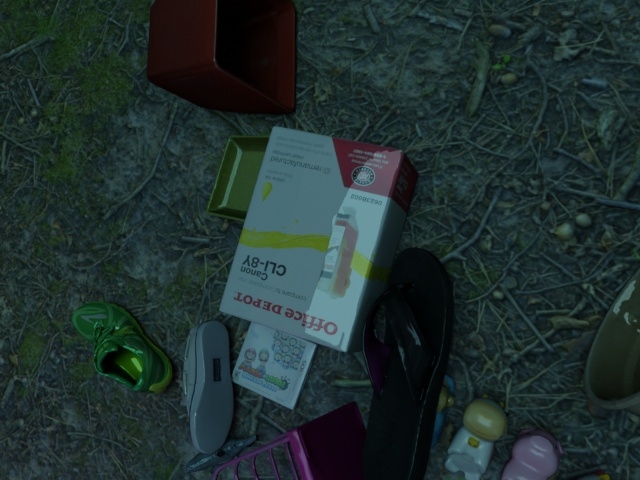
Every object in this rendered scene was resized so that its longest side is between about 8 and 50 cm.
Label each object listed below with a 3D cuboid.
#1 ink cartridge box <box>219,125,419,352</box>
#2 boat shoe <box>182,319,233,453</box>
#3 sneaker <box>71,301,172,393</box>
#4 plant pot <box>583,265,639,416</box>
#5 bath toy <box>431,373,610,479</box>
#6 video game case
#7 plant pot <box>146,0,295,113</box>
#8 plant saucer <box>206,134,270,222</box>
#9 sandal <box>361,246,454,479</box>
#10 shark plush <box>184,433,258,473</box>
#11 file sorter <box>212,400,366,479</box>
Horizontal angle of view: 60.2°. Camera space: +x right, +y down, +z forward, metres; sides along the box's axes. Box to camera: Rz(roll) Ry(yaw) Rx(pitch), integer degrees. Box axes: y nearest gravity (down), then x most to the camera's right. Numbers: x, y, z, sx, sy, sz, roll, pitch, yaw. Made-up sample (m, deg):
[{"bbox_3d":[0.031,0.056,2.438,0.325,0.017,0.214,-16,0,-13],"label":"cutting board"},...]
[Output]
[{"bbox_3d":[0.000,0.000,1.090,0.279,0.160,0.384,15,87,20],"label":"ink cartridge box"},{"bbox_3d":[-0.248,0.305,1.163,0.088,0.096,0.267,-18,72,43],"label":"boat shoe"},{"bbox_3d":[-0.455,0.230,1.229,0.295,0.123,0.109,33,93,21],"label":"sneaker"},{"bbox_3d":[0.619,0.181,0.793,0.305,0.334,0.334,32,93,9],"label":"plant pot"},{"bbox_3d":[0.343,0.369,0.943,0.348,0.129,0.151,28,135,22],"label":"bath toy"},{"bbox_3d":[-0.099,0.257,1.159,0.157,0.019,0.143,19,88,21],"label":"video game case"},{"bbox_3d":[-0.224,-0.422,1.196,0.236,0.267,0.267,-5,80,31],"label":"plant pot"},{"bbox_3d":[-0.160,-0.132,1.196,0.188,0.045,0.188,13,85,49],"label":"plant saucer"},{"bbox_3d":[0.138,0.212,0.976,0.167,0.107,0.446,-17,57,53],"label":"sandal"},{"bbox_3d":[-0.197,0.444,1.137,0.161,0.067,0.073,-15,77,16],"label":"shark plush"},{"bbox_3d":[-0.025,0.430,0.966,0.182,0.291,0.202,-26,74,16],"label":"file sorter"}]
